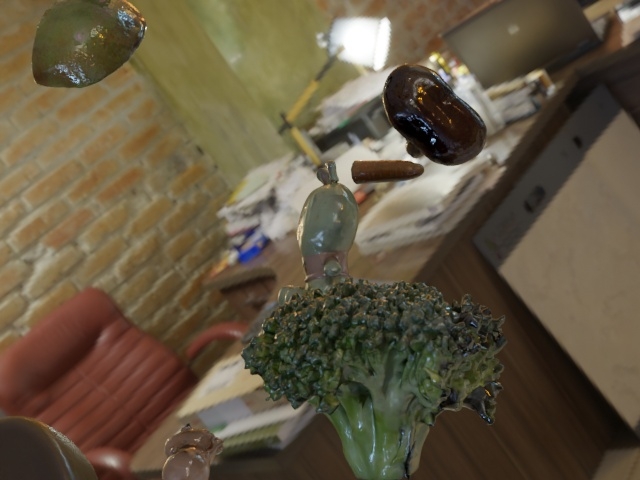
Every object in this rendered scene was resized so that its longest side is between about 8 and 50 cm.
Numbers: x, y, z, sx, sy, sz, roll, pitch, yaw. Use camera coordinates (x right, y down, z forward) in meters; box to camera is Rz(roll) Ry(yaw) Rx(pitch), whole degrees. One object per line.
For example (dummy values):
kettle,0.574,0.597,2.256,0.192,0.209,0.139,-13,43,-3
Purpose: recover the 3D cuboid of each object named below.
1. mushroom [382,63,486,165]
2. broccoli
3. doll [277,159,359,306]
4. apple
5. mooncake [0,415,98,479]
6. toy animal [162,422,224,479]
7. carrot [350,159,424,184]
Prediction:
mushroom,0.195,-0.224,1.904,0.148,0.227,0.217,-40,1,-18
broccoli,0.076,0.152,1.290,0.334,0.272,0.324,-3,33,15
doll,0.011,0.007,1.644,0.155,0.113,0.275,136,150,-72
apple,-0.439,-0.405,1.867,0.193,0.120,0.265,3,47,19
mooncake,-0.393,0.359,1.280,0.235,0.235,0.117,-38,-28,-7
toy animal,-0.198,0.331,1.452,0.150,0.083,0.089,-67,-6,-74
carrot,0.128,-0.127,1.785,0.139,0.048,0.048,1,32,27
